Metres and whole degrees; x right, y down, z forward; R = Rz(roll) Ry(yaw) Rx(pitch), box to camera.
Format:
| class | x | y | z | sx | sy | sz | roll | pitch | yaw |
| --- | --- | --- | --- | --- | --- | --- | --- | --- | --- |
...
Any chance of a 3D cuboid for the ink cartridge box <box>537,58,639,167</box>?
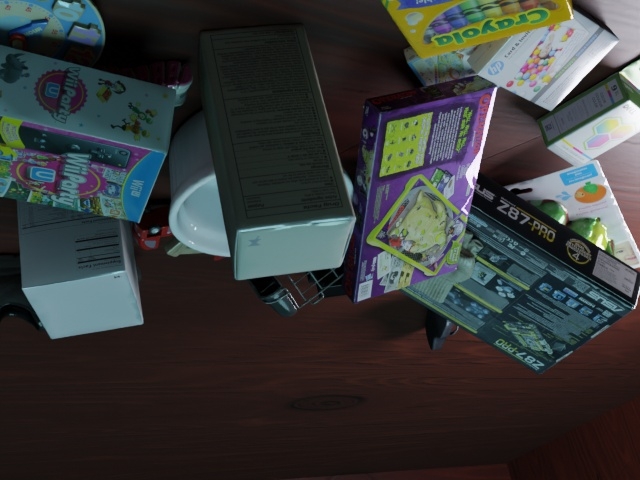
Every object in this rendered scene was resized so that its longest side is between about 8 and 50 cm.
| class | x | y | z | sx | sy | sz | roll | pitch | yaw |
| --- | --- | --- | --- | --- | --- | --- | --- | --- | --- |
| ink cartridge box | 0.476 | -0.209 | 1.492 | 0.209 | 0.062 | 0.109 | -32 | 147 | 31 |

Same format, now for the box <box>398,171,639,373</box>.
| class | x | y | z | sx | sy | sz | roll | pitch | yaw |
| --- | --- | --- | --- | --- | --- | --- | --- | --- | --- |
| box | 0.337 | 0.065 | 1.690 | 0.395 | 0.097 | 0.318 | 31 | 141 | -2 |

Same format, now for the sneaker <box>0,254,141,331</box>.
| class | x | y | z | sx | sy | sz | roll | pitch | yaw |
| --- | --- | --- | --- | --- | --- | --- | --- | --- | --- |
| sneaker | -0.454 | 0.093 | 1.582 | 0.286 | 0.130 | 0.109 | -7 | 150 | -15 |

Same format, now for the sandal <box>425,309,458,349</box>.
| class | x | y | z | sx | sy | sz | roll | pitch | yaw |
| --- | --- | --- | --- | --- | --- | --- | --- | --- | --- |
| sandal | 0.290 | 0.191 | 2.147 | 0.054 | 0.097 | 0.254 | -10 | 163 | -3 |

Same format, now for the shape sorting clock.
| class | x | y | z | sx | sy | sz | roll | pitch | yaw |
| --- | --- | --- | --- | --- | --- | --- | --- | --- | --- |
| shape sorting clock | -0.361 | -0.245 | 1.078 | 0.206 | 0.040 | 0.206 | -11 | 153 | -6 |

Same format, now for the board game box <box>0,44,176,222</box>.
| class | x | y | z | sx | sy | sz | roll | pitch | yaw |
| --- | --- | --- | --- | --- | --- | --- | --- | --- | --- |
| board game box | -0.354 | -0.133 | 1.140 | 0.303 | 0.097 | 0.224 | 11 | 155 | -16 |

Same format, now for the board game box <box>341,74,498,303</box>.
| class | x | y | z | sx | sy | sz | roll | pitch | yaw |
| --- | --- | --- | --- | --- | --- | --- | --- | --- | --- |
| board game box | 0.144 | -0.072 | 1.375 | 0.208 | 0.056 | 0.347 | -13 | 131 | -23 |

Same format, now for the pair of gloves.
| class | x | y | z | sx | sy | sz | roll | pitch | yaw |
| --- | --- | --- | --- | --- | --- | --- | --- | --- | --- |
| pair of gloves | 0.162 | 0.009 | 1.634 | 0.240 | 0.042 | 0.204 | 34 | 142 | 1 |

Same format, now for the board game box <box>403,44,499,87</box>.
| class | x | y | z | sx | sy | sz | roll | pitch | yaw |
| --- | --- | --- | --- | --- | --- | --- | --- | --- | --- |
| board game box | 0.197 | -0.252 | 1.326 | 0.103 | 0.026 | 0.154 | -22 | 151 | 18 |

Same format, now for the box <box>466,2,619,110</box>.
| class | x | y | z | sx | sy | sz | roll | pitch | yaw |
| --- | --- | --- | --- | --- | --- | --- | --- | --- | --- |
| box | 0.320 | -0.273 | 1.297 | 0.186 | 0.038 | 0.145 | 16 | 127 | -41 |

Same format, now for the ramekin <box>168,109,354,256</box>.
| class | x | y | z | sx | sy | sz | roll | pitch | yaw |
| --- | --- | --- | --- | --- | --- | --- | --- | --- | --- |
| ramekin | -0.098 | -0.098 | 1.371 | 0.277 | 0.135 | 0.277 | -10 | 152 | -5 |

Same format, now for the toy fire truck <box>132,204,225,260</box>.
| class | x | y | z | sx | sy | sz | roll | pitch | yaw |
| --- | --- | --- | --- | --- | --- | --- | --- | --- | --- |
| toy fire truck | -0.229 | -0.011 | 1.545 | 0.192 | 0.047 | 0.135 | -13 | 147 | -26 |

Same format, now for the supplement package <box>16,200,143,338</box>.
| class | x | y | z | sx | sy | sz | roll | pitch | yaw |
| --- | --- | --- | --- | --- | --- | --- | --- | --- | --- |
| supplement package | -0.366 | 0.013 | 1.387 | 0.149 | 0.203 | 0.194 | -9 | 152 | -8 |

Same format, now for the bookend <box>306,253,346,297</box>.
| class | x | y | z | sx | sy | sz | roll | pitch | yaw |
| --- | --- | --- | --- | --- | --- | --- | --- | --- | --- |
| bookend | 0.008 | 0.046 | 1.668 | 0.072 | 0.156 | 0.157 | -7 | 153 | -11 |

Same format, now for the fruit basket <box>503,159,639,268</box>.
| class | x | y | z | sx | sy | sz | roll | pitch | yaw |
| --- | --- | --- | --- | --- | --- | --- | --- | --- | --- |
| fruit basket | 0.426 | 0.004 | 1.763 | 0.327 | 0.165 | 0.353 | -16 | 145 | 24 |

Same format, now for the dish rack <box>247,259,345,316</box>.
| class | x | y | z | sx | sy | sz | roll | pitch | yaw |
| --- | --- | --- | --- | --- | --- | --- | --- | --- | --- |
| dish rack | 0.000 | 0.000 | 1.507 | 0.271 | 0.208 | 0.074 | -36 | 122 | -3 |

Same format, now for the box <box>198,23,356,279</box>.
| class | x | y | z | sx | sy | sz | roll | pitch | yaw |
| --- | --- | --- | --- | --- | --- | --- | --- | --- | --- |
| box | -0.064 | -0.117 | 1.154 | 0.148 | 0.311 | 0.121 | -6 | 150 | -11 |

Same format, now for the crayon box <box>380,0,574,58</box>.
| class | x | y | z | sx | sy | sz | roll | pitch | yaw |
| --- | --- | --- | --- | --- | --- | --- | --- | --- | --- |
| crayon box | 0.174 | -0.321 | 1.067 | 0.203 | 0.083 | 0.323 | -11 | 159 | 23 |

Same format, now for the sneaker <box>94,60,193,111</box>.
| class | x | y | z | sx | sy | sz | roll | pitch | yaw |
| --- | --- | --- | --- | --- | --- | --- | --- | --- | --- |
| sneaker | -0.254 | -0.190 | 1.204 | 0.170 | 0.063 | 0.075 | -10 | 148 | -15 |
